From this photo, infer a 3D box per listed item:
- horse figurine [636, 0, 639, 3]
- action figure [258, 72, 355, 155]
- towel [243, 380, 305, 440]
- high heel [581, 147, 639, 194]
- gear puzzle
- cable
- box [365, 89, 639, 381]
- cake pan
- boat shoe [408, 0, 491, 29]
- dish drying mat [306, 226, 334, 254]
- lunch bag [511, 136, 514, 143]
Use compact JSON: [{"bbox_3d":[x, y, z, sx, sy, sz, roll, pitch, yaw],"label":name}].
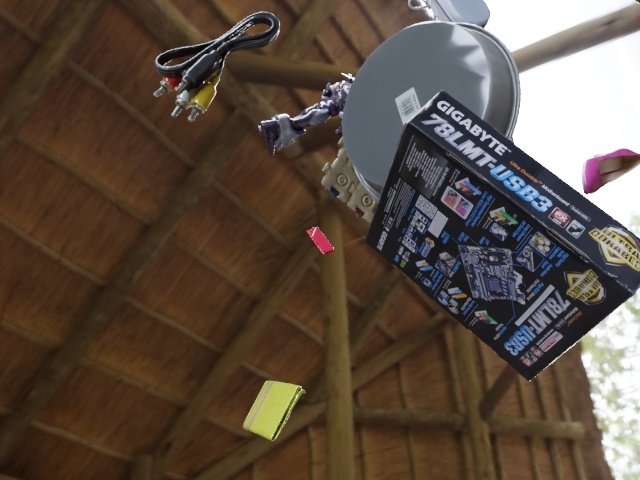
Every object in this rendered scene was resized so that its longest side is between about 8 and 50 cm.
[{"bbox_3d":[0.707,-0.559,1.615,0.263,0.066,0.174,-22,-101,-24],"label":"horse figurine"},{"bbox_3d":[0.004,-0.282,1.704,0.185,0.285,0.099,-119,4,-67],"label":"action figure"},{"bbox_3d":[-0.086,0.302,1.371,0.021,0.237,0.102,30,-106,-11],"label":"towel"},{"bbox_3d":[0.714,-0.169,1.883,0.244,0.117,0.082,-30,-65,-54],"label":"high heel"},{"bbox_3d":[0.127,-0.219,1.832,0.175,0.044,0.339,37,-110,-19],"label":"gear puzzle"},{"bbox_3d":[-0.210,-0.359,1.518,0.139,0.287,0.072,37,156,15],"label":"cable"},{"bbox_3d":[0.203,0.009,0.923,0.293,0.073,0.295,39,155,13],"label":"box"},{"bbox_3d":[0.146,-0.191,1.125,0.054,0.293,0.293,20,-126,-48],"label":"cake pan"},{"bbox_3d":[0.302,-0.607,1.921,0.156,0.135,0.367,109,144,-54],"label":"boat shoe"},{"bbox_3d":[0.000,0.000,1.847,0.083,0.032,0.008,54,151,35],"label":"dish drying mat"},{"bbox_3d":[0.253,-0.086,1.524,0.256,0.212,0.305,106,165,-54],"label":"lunch bag"}]
